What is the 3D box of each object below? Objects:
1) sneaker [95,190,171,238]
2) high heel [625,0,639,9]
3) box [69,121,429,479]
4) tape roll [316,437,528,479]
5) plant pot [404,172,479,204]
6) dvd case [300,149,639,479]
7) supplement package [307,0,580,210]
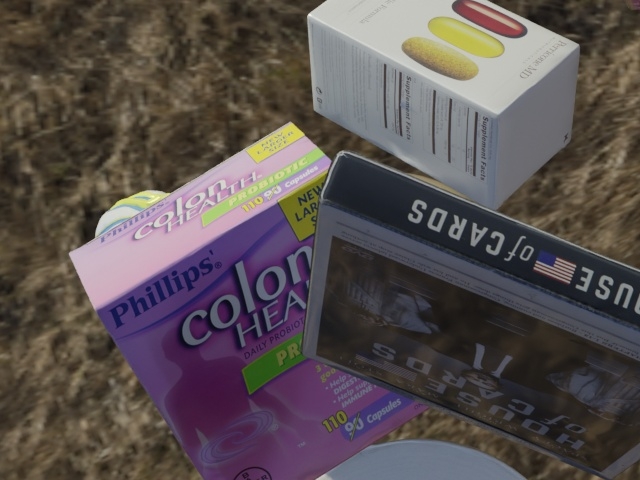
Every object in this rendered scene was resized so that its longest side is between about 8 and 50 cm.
[{"bbox_3d":[-0.189,-0.003,1.623,0.240,0.126,0.091,-7,103,36],"label":"sneaker"},{"bbox_3d":[0.286,-0.268,0.987,0.117,0.082,0.244,9,80,31],"label":"high heel"},{"bbox_3d":[-0.046,0.069,1.176,0.213,0.117,0.243,-31,118,-6],"label":"box"},{"bbox_3d":[0.116,0.424,1.686,0.391,0.072,0.392,-1,83,6],"label":"tape roll"},{"bbox_3d":[0.138,0.069,1.692,0.191,0.284,0.284,13,103,56],"label":"plant pot"},{"bbox_3d":[0.080,0.045,0.657,0.179,0.239,0.030,22,71,5],"label":"dvd case"},{"bbox_3d":[0.123,-0.164,1.470,0.244,0.139,0.134,31,147,29],"label":"supplement package"}]
